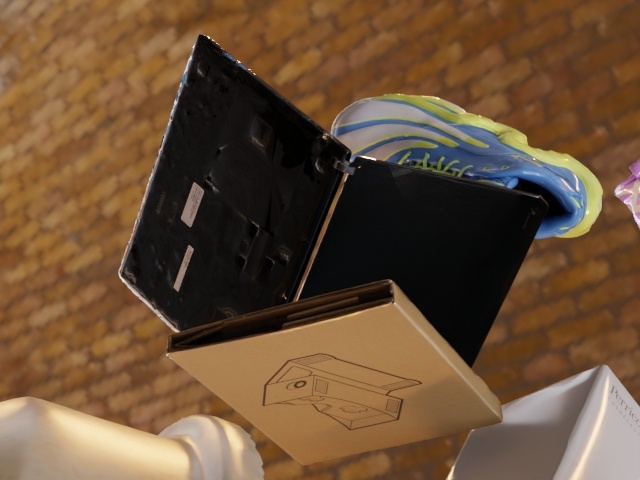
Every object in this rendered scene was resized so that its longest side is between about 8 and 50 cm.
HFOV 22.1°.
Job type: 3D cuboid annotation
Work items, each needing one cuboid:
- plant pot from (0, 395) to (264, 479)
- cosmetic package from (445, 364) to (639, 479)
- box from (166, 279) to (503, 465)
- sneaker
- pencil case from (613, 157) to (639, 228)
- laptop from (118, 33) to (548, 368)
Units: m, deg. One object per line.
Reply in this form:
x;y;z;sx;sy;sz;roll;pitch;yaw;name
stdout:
-0.225;0.132;0.416;0.334;0.305;0.334;-58;-169;19;plant pot
0.189;0.254;1.171;0.138;0.224;0.225;-29;-163;38;cosmetic package
0.014;0.096;1.124;0.164;0.201;0.021;-15;-123;21;box
0.118;-0.062;1.360;0.126;0.240;0.091;-39;143;-77;sneaker
0.381;0.004;1.632;0.086;0.206;0.088;-42;171;20;pencil case
0.000;0.000;1.262;0.264;0.136;0.234;40;-56;28;laptop
